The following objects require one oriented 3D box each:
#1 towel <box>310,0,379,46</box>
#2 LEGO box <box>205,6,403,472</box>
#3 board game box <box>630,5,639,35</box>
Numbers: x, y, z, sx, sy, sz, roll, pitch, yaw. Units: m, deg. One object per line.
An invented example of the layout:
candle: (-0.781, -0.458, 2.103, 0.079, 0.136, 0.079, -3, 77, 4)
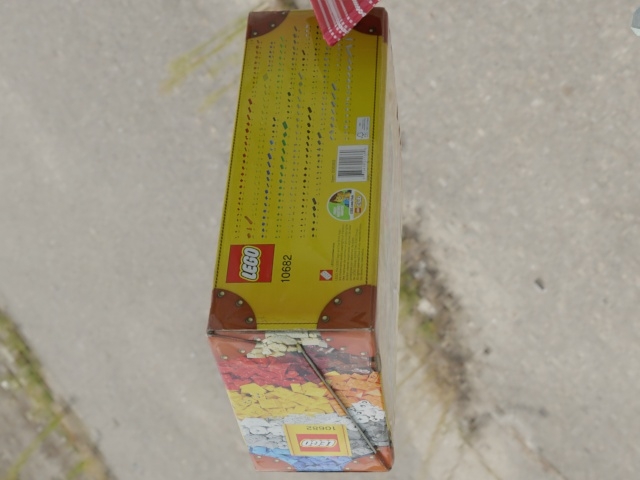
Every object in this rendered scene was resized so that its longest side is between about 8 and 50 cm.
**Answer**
towel: (0.092, -0.373, 1.485, 0.031, 0.275, 0.199, 35, -156, -33)
LEGO box: (0.000, 0.000, 1.620, 0.193, 0.500, 0.372, 0, 145, 7)
board game box: (0.443, -0.254, 0.816, 0.050, 0.390, 0.390, 41, 180, -24)
